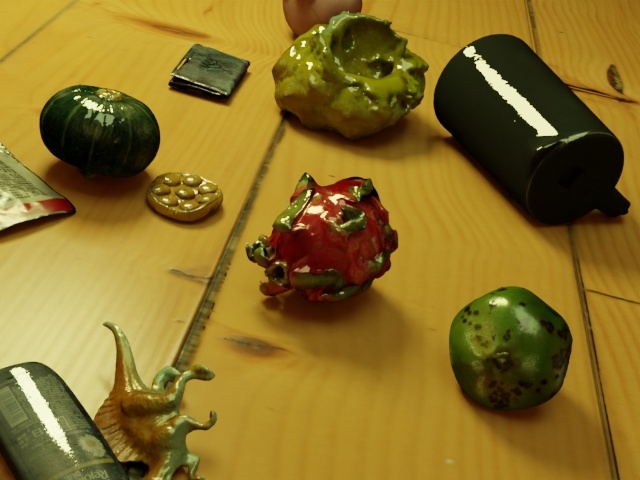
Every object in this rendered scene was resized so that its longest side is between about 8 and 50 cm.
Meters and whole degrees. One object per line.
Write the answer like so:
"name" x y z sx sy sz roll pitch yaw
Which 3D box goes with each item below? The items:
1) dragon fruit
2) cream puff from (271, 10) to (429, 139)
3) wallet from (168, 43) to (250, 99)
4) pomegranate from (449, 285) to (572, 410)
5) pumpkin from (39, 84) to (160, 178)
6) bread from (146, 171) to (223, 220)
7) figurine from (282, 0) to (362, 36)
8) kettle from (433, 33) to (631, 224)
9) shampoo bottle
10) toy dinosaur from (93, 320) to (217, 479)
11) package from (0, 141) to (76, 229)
"dragon fruit" 0.000 0.000 1.127 0.166 0.160 0.172 47 43 13
"cream puff" 0.057 -0.300 1.571 0.281 0.185 0.282 9 30 -5
"wallet" -0.196 -0.300 1.613 0.111 0.030 0.166 20 34 0
"pomegranate" 0.227 0.112 1.069 0.143 0.122 0.169 -3 26 30
"pumpkin" -0.306 -0.150 1.254 0.167 0.125 0.167 12 33 -8
"bread" -0.190 -0.063 1.260 0.110 0.024 0.110 10 32 -6
"figurine" 0.001 -0.486 1.843 0.173 0.173 0.173 10 33 -7
"kettle" 0.355 -0.164 1.518 0.203 0.262 0.308 -29 46 -1
"shampoo bottle" -0.234 0.201 0.821 0.087 0.049 0.233 -13 42 -39
"toy dinosaur" -0.180 0.176 0.896 0.212 0.057 0.142 21 51 31
"package" -0.451 -0.086 1.187 0.239 0.030 0.154 34 37 28
